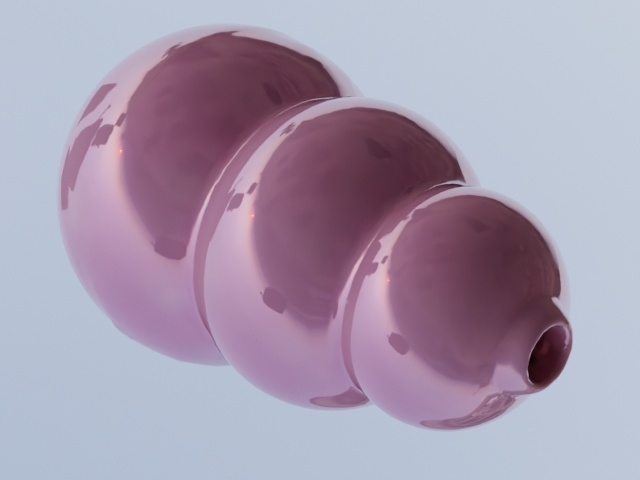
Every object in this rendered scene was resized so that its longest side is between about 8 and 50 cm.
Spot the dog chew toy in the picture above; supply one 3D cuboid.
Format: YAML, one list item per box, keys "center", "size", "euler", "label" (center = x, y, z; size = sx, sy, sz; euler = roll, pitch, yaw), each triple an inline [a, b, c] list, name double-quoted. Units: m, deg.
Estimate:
- center: [0.000, 0.000, 0.837]
  size: [0.206, 0.207, 0.332]
  euler: [-22, -146, -39]
  label: "dog chew toy"
